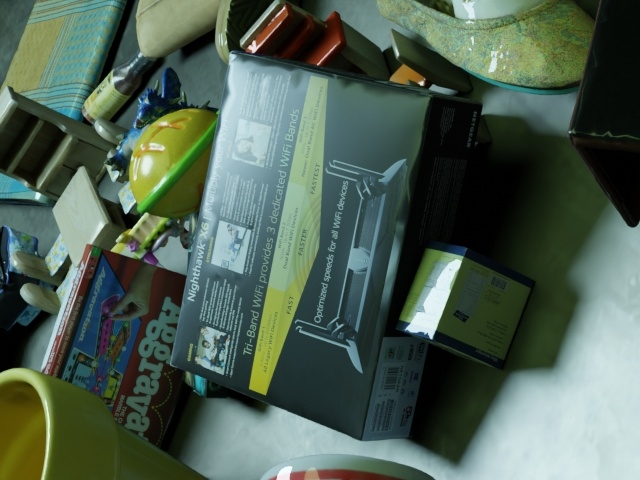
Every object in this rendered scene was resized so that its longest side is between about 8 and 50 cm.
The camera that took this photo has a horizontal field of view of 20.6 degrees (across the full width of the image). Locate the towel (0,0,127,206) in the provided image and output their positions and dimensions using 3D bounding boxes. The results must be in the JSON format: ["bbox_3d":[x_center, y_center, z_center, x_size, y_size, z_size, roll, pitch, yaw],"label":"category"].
[{"bbox_3d":[-0.372,-0.220,2.448,0.271,0.040,0.370,4,71,55],"label":"towel"}]

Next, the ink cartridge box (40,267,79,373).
[{"bbox_3d":[-0.225,0.135,1.901,0.045,0.145,0.179,-5,66,55],"label":"ink cartridge box"}]

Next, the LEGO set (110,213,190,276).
[{"bbox_3d":[-0.172,0.023,1.977,0.287,0.107,0.132,-49,1,32],"label":"LEGO set"}]

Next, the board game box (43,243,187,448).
[{"bbox_3d":[-0.224,0.158,1.867,0.027,0.145,0.281,15,86,64],"label":"board game box"}]

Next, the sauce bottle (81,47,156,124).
[{"bbox_3d":[-0.257,-0.200,2.262,0.128,0.042,0.042,-44,38,29],"label":"sauce bottle"}]

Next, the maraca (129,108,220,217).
[{"bbox_3d":[-0.136,-0.087,1.816,0.127,0.099,0.185,-41,10,26],"label":"maraca"}]

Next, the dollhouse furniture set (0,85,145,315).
[{"bbox_3d":[-0.320,-0.062,2.151,0.212,0.161,0.242,-55,34,17],"label":"dollhouse furniture set"}]

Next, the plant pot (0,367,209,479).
[{"bbox_3d":[-0.234,0.280,1.734,0.254,0.239,0.254,-34,43,40],"label":"plant pot"}]

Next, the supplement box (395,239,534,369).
[{"bbox_3d":[0.123,0.055,1.507,0.056,0.083,0.083,14,81,57],"label":"supplement box"}]

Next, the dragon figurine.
[{"bbox_3d":[-0.168,-0.140,2.030,0.144,0.085,0.289,-50,4,21],"label":"dragon figurine"}]

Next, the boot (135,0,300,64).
[{"bbox_3d":[-0.130,-0.265,2.087,0.269,0.089,0.236,-18,45,49],"label":"boot"}]

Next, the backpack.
[{"bbox_3d":[-0.390,0.048,2.253,0.105,0.084,0.114,-49,35,34],"label":"backpack"}]

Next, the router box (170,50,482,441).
[{"bbox_3d":[0.000,0.000,1.595,0.243,0.081,0.308,18,100,39],"label":"router box"}]

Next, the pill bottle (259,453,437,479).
[{"bbox_3d":[0.016,0.329,1.413,0.161,0.161,0.283,-25,50,46],"label":"pill bottle"}]

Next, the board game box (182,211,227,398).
[{"bbox_3d":[-0.116,0.062,1.817,0.126,0.026,0.186,-168,81,-74],"label":"board game box"}]

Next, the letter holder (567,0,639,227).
[{"bbox_3d":[0.314,-0.167,1.342,0.152,0.214,0.301,8,74,24],"label":"letter holder"}]

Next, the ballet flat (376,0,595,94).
[{"bbox_3d":[0.139,-0.227,1.618,0.123,0.123,0.348,-62,31,7],"label":"ballet flat"}]

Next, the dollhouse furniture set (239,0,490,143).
[{"bbox_3d":[0.008,-0.109,1.731,0.262,0.135,0.259,-46,38,29],"label":"dollhouse furniture set"}]
